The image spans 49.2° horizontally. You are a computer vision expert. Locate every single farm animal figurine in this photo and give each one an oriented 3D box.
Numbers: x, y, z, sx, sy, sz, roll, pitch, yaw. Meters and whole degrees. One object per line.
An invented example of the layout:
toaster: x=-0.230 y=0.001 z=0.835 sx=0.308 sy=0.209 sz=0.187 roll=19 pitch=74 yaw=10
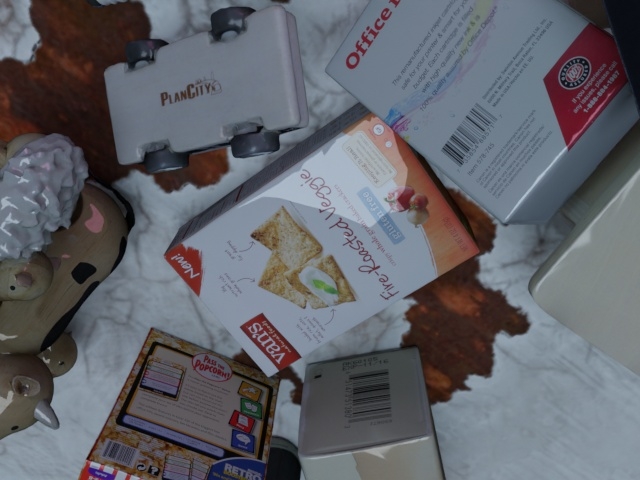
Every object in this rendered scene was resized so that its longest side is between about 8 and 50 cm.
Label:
farm animal figurine: x=-0.272 y=0.077 z=0.596 sx=0.172 sy=0.330 sz=0.327 roll=34 pitch=83 yaw=-9

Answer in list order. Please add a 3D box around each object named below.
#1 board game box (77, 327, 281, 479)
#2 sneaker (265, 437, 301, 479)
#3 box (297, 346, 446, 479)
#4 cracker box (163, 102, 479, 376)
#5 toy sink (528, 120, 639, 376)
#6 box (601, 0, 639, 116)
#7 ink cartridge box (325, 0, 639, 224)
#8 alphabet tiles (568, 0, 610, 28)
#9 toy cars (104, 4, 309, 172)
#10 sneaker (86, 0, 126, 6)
board game box: x=-0.118 y=0.172 z=0.639 sx=0.146 sy=0.193 sz=0.045 roll=23 pitch=114 yaw=-7
sneaker: x=-0.111 y=0.314 z=0.743 sx=0.083 sy=0.118 sz=0.222 roll=38 pitch=110 yaw=-14
box: x=0.073 y=0.281 z=0.709 sx=0.121 sy=0.148 sz=0.311 roll=-12 pitch=115 yaw=7
cracker box: x=0.000 y=0.000 z=0.626 sx=0.232 sy=0.067 sz=0.156 roll=-33 pitch=109 yaw=16
toy sink: x=0.280 y=-0.029 z=0.568 sx=0.152 sy=0.131 sz=0.234 roll=33 pitch=107 yaw=-12
box: x=0.220 y=-0.146 z=0.372 sx=0.093 sy=0.158 sz=0.156 roll=-9 pitch=116 yaw=44
ink cartridge box: x=0.122 y=-0.114 z=0.499 sx=0.176 sy=0.127 sz=0.128 roll=45 pitch=112 yaw=21
alphabet tiles: x=0.203 y=-0.275 z=0.430 sx=0.277 sy=0.021 sz=0.284 roll=7 pitch=127 yaw=44
toy cars: x=-0.022 y=-0.184 z=0.486 sx=0.176 sy=0.087 sz=0.394 roll=48 pitch=121 yaw=20
sneaker: x=-0.151 y=-0.283 z=0.507 sx=0.081 sy=0.080 sz=0.211 roll=-5 pitch=124 yaw=-2
